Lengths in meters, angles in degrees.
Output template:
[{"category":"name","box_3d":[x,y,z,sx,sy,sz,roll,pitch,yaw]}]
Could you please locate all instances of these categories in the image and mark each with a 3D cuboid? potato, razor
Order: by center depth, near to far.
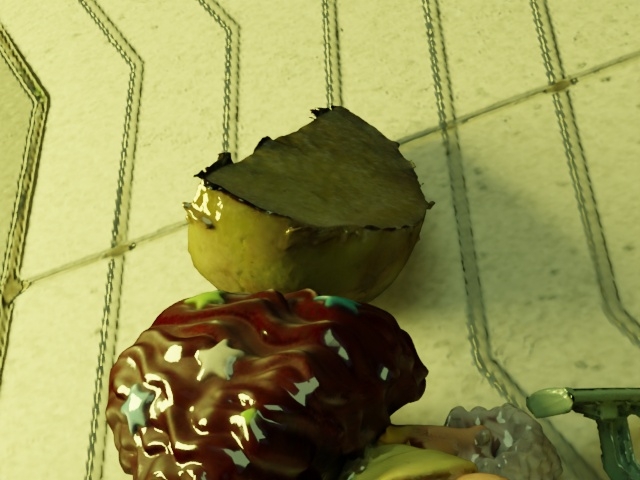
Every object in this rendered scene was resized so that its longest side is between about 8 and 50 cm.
[{"category":"razor","box_3d":[0.160,0.137,0.521,0.084,0.036,0.211,3,42,-35]},{"category":"potato","box_3d":[0.000,0.000,0.699,0.100,0.089,0.172,23,23,12]}]

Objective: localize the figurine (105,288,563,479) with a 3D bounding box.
[{"category":"figurine","box_3d":[0.008,0.099,0.556,0.240,0.116,0.175,28,61,37]}]
